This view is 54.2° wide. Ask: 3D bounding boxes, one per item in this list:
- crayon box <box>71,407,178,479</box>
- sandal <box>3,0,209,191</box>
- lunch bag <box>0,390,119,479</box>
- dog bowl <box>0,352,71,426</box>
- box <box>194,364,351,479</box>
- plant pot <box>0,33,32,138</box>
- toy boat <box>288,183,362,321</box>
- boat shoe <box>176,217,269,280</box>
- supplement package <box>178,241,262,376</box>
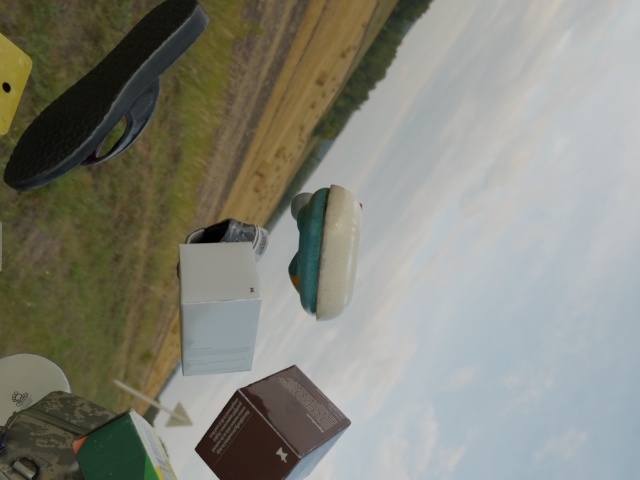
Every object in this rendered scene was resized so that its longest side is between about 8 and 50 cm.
[{"bbox_3d":[-0.185,0.378,0.764,0.081,0.318,0.202,-27,162,-17],"label":"crayon box"},{"bbox_3d":[-0.338,-0.232,1.062,0.168,0.107,0.445,28,-109,40],"label":"sandal"},{"bbox_3d":[-0.425,0.407,0.930,0.256,0.213,0.305,-55,169,-80],"label":"lunch bag"},{"bbox_3d":[-0.849,0.458,1.779,0.265,0.265,0.104,-60,-174,-28],"label":"dog bowl"},{"bbox_3d":[-0.084,0.365,1.173,0.168,0.167,0.203,-54,159,19],"label":"box"},{"bbox_3d":[-0.568,-0.240,0.933,0.212,0.187,0.212,46,47,-55],"label":"plant pot"},{"bbox_3d":[0.000,0.000,1.186,0.318,0.148,0.267,-79,175,-61],"label":"toy boat"},{"bbox_3d":[-0.226,0.022,1.240,0.301,0.102,0.108,-18,-127,50],"label":"boat shoe"},{"bbox_3d":[-0.147,0.099,0.889,0.179,0.105,0.105,104,-20,-46],"label":"supplement package"}]
